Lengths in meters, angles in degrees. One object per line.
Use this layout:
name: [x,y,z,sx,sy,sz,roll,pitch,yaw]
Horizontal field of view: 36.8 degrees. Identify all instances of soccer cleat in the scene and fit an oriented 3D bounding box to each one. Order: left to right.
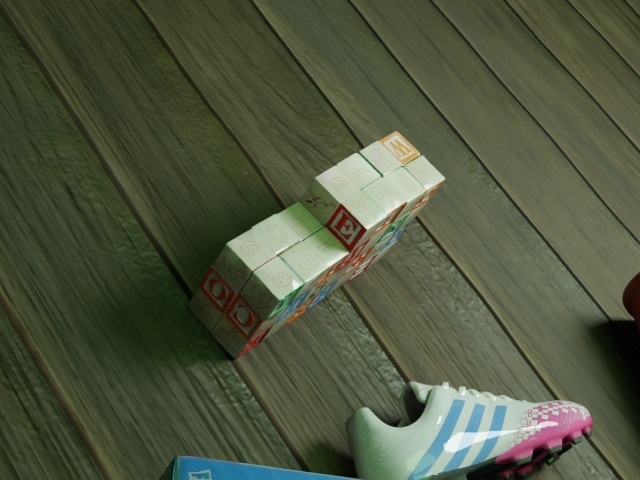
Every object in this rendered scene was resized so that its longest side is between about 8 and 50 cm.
soccer cleat: [0.176,0.210,1.098,0.331,0.116,0.143,-9,59,-36]

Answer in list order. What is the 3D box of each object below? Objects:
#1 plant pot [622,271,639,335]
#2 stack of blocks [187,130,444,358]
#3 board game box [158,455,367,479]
plant pot: [0.570,0.172,1.286,0.272,0.272,0.265,11,56,-23]
stack of blocks: [0.000,0.000,1.132,0.087,0.171,0.297,46,45,11]
board game box: [-0.020,0.295,0.770,0.308,0.302,0.086,14,47,-22]
